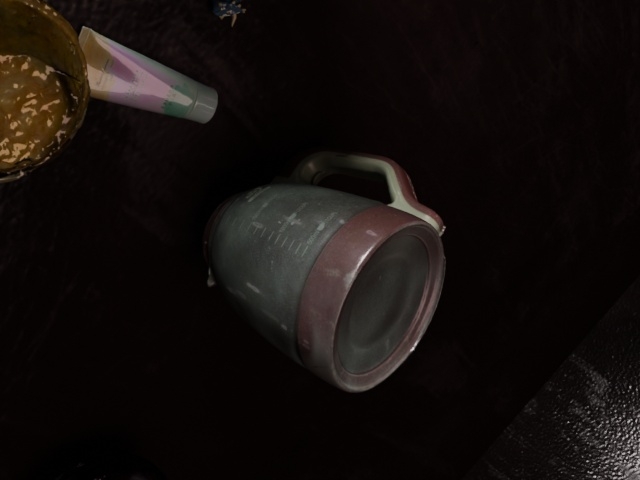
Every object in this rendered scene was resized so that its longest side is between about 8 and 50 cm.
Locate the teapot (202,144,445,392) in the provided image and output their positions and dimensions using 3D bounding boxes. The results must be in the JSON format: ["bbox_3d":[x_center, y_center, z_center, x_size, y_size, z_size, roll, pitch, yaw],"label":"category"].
[{"bbox_3d":[0.000,0.000,0.920,0.315,0.312,0.233,-51,143,-19],"label":"teapot"}]

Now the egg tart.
[{"bbox_3d":[-0.317,-0.140,0.654,0.213,0.090,0.212,-23,137,-24],"label":"egg tart"}]

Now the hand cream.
[{"bbox_3d":[-0.204,-0.180,0.776,0.174,0.047,0.076,14,114,-40],"label":"hand cream"}]

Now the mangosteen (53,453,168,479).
[{"bbox_3d":[-0.323,0.458,1.034,0.211,0.211,0.249,-19,101,-34],"label":"mangosteen"}]

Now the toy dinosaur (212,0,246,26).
[{"bbox_3d":[-0.097,-0.296,0.789,0.047,0.030,0.083,16,110,-51],"label":"toy dinosaur"}]
